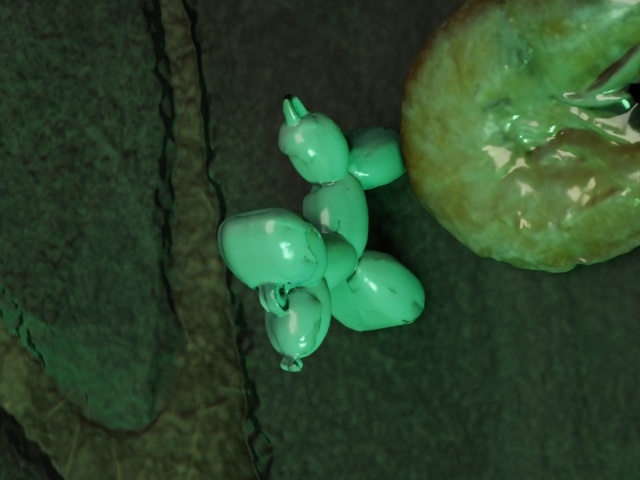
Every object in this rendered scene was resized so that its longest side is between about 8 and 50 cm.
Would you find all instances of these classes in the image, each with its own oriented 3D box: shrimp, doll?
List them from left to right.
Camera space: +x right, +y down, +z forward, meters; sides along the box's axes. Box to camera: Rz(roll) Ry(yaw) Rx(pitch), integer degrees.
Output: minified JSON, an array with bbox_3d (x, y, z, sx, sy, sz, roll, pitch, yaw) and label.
[{"bbox_3d":[0.000,0.000,1.122,0.059,0.158,0.159,-9,74,31],"label":"doll"},{"bbox_3d":[0.175,-0.087,1.071,0.317,0.077,0.168,-23,87,34],"label":"shrimp"}]
